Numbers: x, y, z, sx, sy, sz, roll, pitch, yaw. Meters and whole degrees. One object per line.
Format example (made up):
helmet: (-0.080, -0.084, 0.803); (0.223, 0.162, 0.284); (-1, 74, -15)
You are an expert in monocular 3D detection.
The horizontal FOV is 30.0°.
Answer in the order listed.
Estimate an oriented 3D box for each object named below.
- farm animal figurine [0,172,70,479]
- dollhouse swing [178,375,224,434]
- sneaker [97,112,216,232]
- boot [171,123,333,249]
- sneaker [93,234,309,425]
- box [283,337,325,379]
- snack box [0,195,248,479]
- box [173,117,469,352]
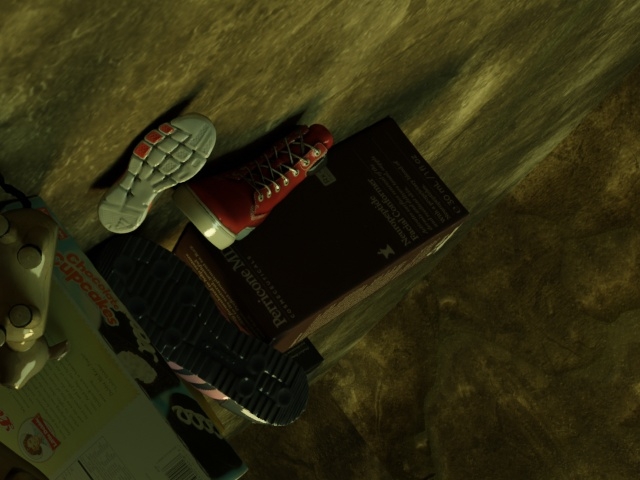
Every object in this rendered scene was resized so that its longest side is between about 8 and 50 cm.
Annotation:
farm animal figurine: (-0.320, 0.147, 1.010); (0.330, 0.326, 0.172); (-30, -174, -4)
dollhouse swing: (-0.338, 0.243, 1.376); (0.347, 0.315, 0.305); (-38, 159, 4)
sneaker: (-0.164, -0.077, 1.191); (0.158, 0.061, 0.065); (-40, -164, 21)
boot: (-0.069, -0.077, 1.382); (0.176, 0.088, 0.244); (-39, 177, 9)
sneaker: (-0.163, 0.117, 1.443); (0.112, 0.319, 0.131); (-54, -158, -22)
box: (-0.110, 0.171, 1.962); (0.108, 0.207, 0.153); (-31, 168, -30)
snack box: (-0.234, 0.141, 1.112); (0.187, 0.322, 0.060); (-42, 172, 27)
box: (0.000, 0.000, 1.647); (0.381, 0.191, 0.143); (-32, 168, -31)
